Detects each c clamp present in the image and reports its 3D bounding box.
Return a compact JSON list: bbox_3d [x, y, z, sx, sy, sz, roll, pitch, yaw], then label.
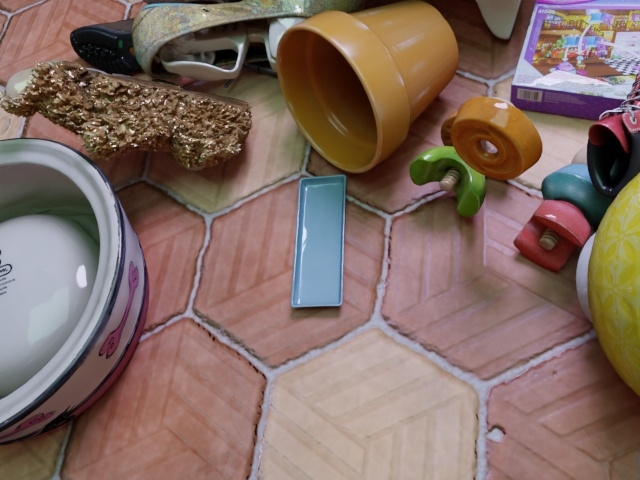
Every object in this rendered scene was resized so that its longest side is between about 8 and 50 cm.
[{"bbox_3d":[-0.051,-0.274,0.995,0.160,0.022,0.137,14,63,21],"label":"c clamp"}]

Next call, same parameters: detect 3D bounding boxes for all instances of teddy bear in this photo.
[{"bbox_3d":[-0.269,-0.173,0.896,0.337,0.113,0.245,6,20,-25],"label":"teddy bear"}]

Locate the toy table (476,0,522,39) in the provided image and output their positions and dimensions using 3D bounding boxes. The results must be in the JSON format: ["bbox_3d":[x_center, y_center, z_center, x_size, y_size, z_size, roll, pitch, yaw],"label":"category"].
[{"bbox_3d":[0.226,-0.427,0.890,0.160,0.252,0.274,19,38,17],"label":"toy table"}]

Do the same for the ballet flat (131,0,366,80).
[{"bbox_3d":[-0.102,-0.294,0.931,0.348,0.123,0.123,-6,62,0],"label":"ballet flat"}]

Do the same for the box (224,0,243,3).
[{"bbox_3d":[-0.045,-0.449,0.949,0.203,0.167,0.169,0,75,-8],"label":"box"}]

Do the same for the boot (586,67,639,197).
[{"bbox_3d":[0.363,-0.163,0.696,0.088,0.176,0.245,9,93,53],"label":"boot"}]

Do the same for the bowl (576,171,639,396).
[{"bbox_3d":[0.359,0.043,0.638,0.290,0.289,0.156,-58,25,-17],"label":"bowl"}]

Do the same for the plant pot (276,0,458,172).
[{"bbox_3d":[0.076,-0.224,0.850,0.187,0.205,0.205,-35,60,-23],"label":"plant pot"}]

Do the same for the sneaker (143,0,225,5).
[{"bbox_3d":[-0.179,-0.440,1.066,0.262,0.099,0.121,-18,66,6],"label":"sneaker"}]

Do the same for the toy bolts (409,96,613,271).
[{"bbox_3d":[0.254,-0.103,0.746,0.228,0.218,0.158,37,70,8],"label":"toy bolts"}]

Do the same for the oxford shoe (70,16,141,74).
[{"bbox_3d":[-0.312,-0.334,1.064,0.227,0.083,0.096,6,44,17],"label":"oxford shoe"}]

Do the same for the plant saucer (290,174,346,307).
[{"bbox_3d":[0.000,0.000,0.845,0.067,0.018,0.192,-3,64,12],"label":"plant saucer"}]

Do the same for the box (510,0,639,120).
[{"bbox_3d":[0.422,-0.250,0.845,0.293,0.057,0.201,14,70,20],"label":"box"}]

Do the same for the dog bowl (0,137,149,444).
[{"bbox_3d":[-0.411,0.076,0.832,0.407,0.150,0.409,-6,63,12],"label":"dog bowl"}]
